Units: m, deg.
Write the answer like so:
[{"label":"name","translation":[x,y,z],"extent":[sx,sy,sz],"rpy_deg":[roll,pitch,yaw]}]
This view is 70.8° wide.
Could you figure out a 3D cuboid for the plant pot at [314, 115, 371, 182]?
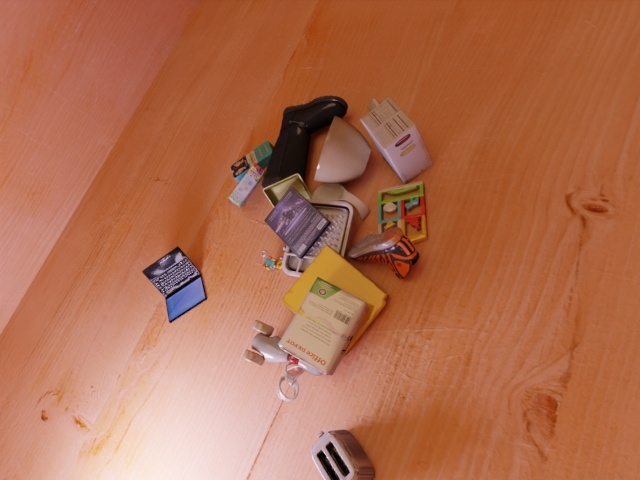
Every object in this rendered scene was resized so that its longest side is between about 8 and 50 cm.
[{"label":"plant pot","translation":[0.106,-0.359,1.912],"extent":[0.190,0.284,0.284],"rpy_deg":[19,73,-1]}]

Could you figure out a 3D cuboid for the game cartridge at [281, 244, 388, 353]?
[{"label":"game cartridge","translation":[0.056,0.222,1.696],"extent":[0.323,0.052,0.285],"rpy_deg":[40,91,18]}]

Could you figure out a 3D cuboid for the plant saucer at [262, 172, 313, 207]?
[{"label":"plant saucer","translation":[-0.131,-0.199,2.010],"extent":[0.188,0.188,0.045],"rpy_deg":[-21,30,19]}]

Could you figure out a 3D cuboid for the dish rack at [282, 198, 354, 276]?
[{"label":"dish rack","translation":[0.000,0.000,1.858],"extent":[0.285,0.072,0.333],"rpy_deg":[7,80,33]}]

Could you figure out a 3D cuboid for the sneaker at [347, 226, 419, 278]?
[{"label":"sneaker","translation":[0.238,0.068,1.682],"extent":[0.125,0.180,0.321],"rpy_deg":[-49,15,-24]}]

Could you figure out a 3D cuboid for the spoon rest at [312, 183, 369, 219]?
[{"label":"spoon rest","translation":[0.082,-0.179,1.912],"extent":[0.276,0.084,0.137],"rpy_deg":[28,64,35]}]

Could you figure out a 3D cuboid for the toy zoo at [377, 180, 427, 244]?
[{"label":"toy zoo","translation":[0.320,-0.085,1.768],"extent":[0.192,0.030,0.294],"rpy_deg":[-11,62,25]}]

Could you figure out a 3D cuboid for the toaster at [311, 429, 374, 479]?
[{"label":"toaster","translation":[0.070,0.711,1.431],"extent":[0.129,0.146,0.227],"rpy_deg":[-43,53,5]}]

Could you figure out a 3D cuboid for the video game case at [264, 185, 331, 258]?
[{"label":"video game case","translation":[-0.102,-0.079,1.889],"extent":[0.196,0.026,0.274],"rpy_deg":[-51,55,8]}]

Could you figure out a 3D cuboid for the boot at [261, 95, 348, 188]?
[{"label":"boot","translation":[-0.071,-0.435,2.097],"extent":[0.366,0.146,0.446],"rpy_deg":[-4,61,37]}]

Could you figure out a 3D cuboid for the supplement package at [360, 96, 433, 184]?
[{"label":"supplement package","translation":[0.305,-0.389,1.785],"extent":[0.145,0.262,0.204],"rpy_deg":[-36,53,9]}]

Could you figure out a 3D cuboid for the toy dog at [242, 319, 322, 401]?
[{"label":"toy dog","translation":[-0.135,0.437,1.717],"extent":[0.333,0.161,0.220],"rpy_deg":[38,85,23]}]

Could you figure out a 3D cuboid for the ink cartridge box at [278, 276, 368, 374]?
[{"label":"ink cartridge box","translation":[0.014,0.302,1.581],"extent":[0.201,0.117,0.278],"rpy_deg":[26,77,18]}]

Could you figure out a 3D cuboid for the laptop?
[{"label":"laptop","translation":[-0.695,0.210,2.133],"extent":[0.234,0.264,0.137],"rpy_deg":[-32,17,11]}]

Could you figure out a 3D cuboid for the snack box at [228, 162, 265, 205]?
[{"label":"snack box","translation":[-0.351,-0.260,2.159],"extent":[0.070,0.174,0.207],"rpy_deg":[37,86,-6]}]

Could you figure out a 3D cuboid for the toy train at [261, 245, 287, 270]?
[{"label":"toy train","translation":[-0.177,0.074,1.965],"extent":[0.166,0.046,0.125],"rpy_deg":[-15,58,19]}]

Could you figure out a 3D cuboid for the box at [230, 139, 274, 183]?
[{"label":"box","translation":[-0.338,-0.397,2.287],"extent":[0.244,0.060,0.101],"rpy_deg":[-32,54,12]}]

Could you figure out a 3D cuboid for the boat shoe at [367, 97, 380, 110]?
[{"label":"boat shoe","translation":[0.259,-0.573,2.035],"extent":[0.063,0.066,0.184],"rpy_deg":[-41,54,23]}]
